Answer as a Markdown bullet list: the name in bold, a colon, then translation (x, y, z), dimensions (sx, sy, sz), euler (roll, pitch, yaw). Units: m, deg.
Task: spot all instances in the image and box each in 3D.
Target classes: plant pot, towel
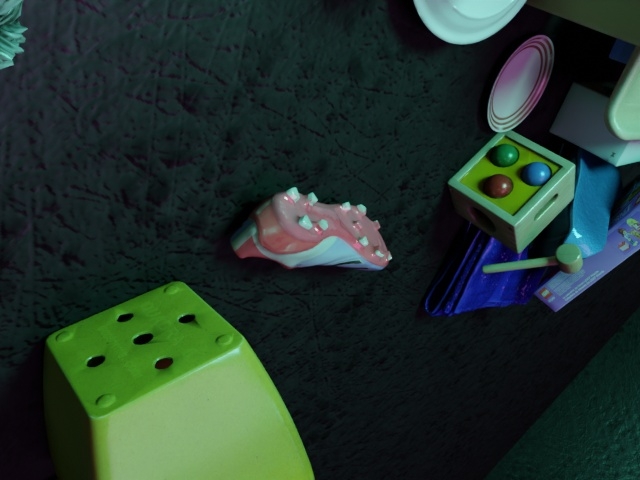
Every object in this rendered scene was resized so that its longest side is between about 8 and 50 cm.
- **plant pot**: translation (-0.156, 0.169, 0.576), dimensions (0.212, 0.212, 0.187), euler (-25, 125, -30)
- **towel**: translation (0.339, 0.038, 1.071), dimensions (0.308, 0.076, 0.228), euler (-3, 125, -45)

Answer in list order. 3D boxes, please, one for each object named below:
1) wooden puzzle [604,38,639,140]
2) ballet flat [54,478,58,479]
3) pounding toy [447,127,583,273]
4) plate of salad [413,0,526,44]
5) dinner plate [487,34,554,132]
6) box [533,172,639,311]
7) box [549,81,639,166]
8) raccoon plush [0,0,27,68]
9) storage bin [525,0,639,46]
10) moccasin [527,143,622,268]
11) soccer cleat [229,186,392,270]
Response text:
- **wooden puzzle**: translation (0.519, -0.318, 0.801), dimensions (0.322, 0.080, 0.348), euler (-10, 123, -39)
- **ballet flat**: translation (-0.327, 0.337, 0.647), dimensions (0.203, 0.074, 0.074), euler (-31, 141, -23)
- **pounding toy**: translation (0.285, -0.038, 0.832), dimensions (0.181, 0.206, 0.094), euler (-43, 144, -7)
- **plate of salad**: translation (0.162, -0.305, 0.596), dimensions (0.199, 0.048, 0.200), euler (-18, 128, -25)
- **dinner plate**: translation (0.278, -0.220, 0.822), dimensions (0.141, 0.017, 0.141), euler (-28, 140, -26)
- **box**: translation (0.515, -0.018, 1.024), dimensions (0.201, 0.057, 0.293), euler (-41, 168, -42)
- **box**: translation (0.495, -0.199, 0.972), dimensions (0.170, 0.130, 0.091), euler (-13, 132, -40)
- **raccoon plush**: translation (-0.150, -0.142, 0.301), dimensions (0.446, 0.216, 0.299), euler (-26, 146, -29)
- **storage bin**: translation (0.350, -0.340, 0.581), dimensions (0.123, 0.262, 0.261), euler (-27, 139, -24)
- **moccasin**: translation (0.420, -0.076, 0.995), dimensions (0.116, 0.138, 0.342), euler (-35, -176, 45)
- **soccer cleat**: translation (0.000, 0.000, 0.694), dimensions (0.095, 0.083, 0.248), euler (-30, 157, 25)
